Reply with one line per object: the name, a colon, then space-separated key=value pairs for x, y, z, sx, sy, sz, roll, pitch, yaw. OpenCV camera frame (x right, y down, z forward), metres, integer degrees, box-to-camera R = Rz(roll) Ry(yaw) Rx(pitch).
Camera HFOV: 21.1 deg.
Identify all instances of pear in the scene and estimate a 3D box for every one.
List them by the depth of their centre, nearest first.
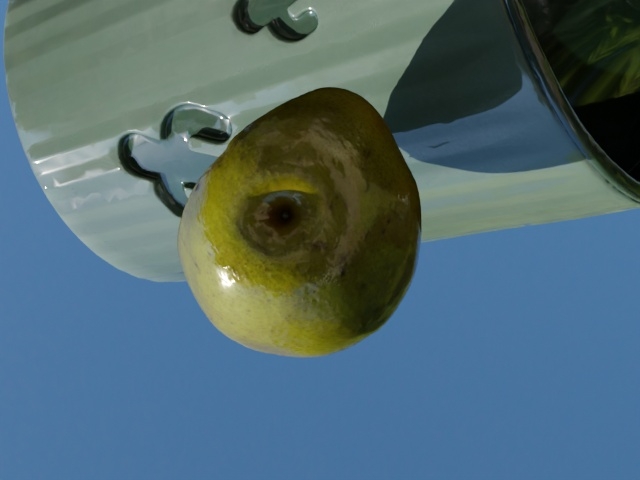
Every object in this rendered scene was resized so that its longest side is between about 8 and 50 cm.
pear: x=0.000 y=0.000 z=0.883 sx=0.104 sy=0.141 sz=0.141 roll=43 pitch=-126 yaw=18

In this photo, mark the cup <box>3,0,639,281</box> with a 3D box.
cup: x=0.025 y=-0.179 z=1.096 sx=0.392 sy=0.310 sz=0.400 roll=-14 pitch=-109 yaw=31
